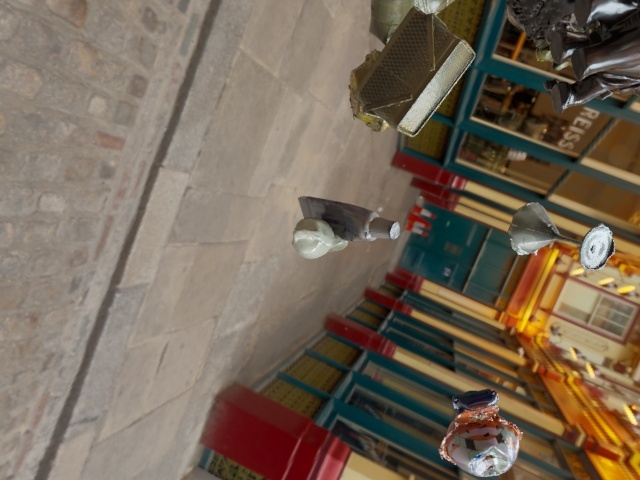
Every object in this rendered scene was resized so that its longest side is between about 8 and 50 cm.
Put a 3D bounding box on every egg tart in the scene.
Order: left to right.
[{"bbox_3d":[0.163,-0.502,1.891,0.295,0.116,0.295,176,-90,-84],"label":"egg tart"}]

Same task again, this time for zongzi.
[{"bbox_3d":[0.313,-0.849,1.695,0.418,0.181,0.447,-32,156,-11],"label":"zongzi"}]

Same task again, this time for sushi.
[{"bbox_3d":[0.694,-0.609,1.487,0.328,0.285,0.328,-42,-159,-28],"label":"sushi"}]

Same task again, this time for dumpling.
[{"bbox_3d":[0.000,0.000,1.357,0.169,0.134,0.100,91,13,-60],"label":"dumpling"}]

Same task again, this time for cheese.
[{"bbox_3d":[0.399,0.483,1.402,0.129,0.216,0.329,-96,172,-53],"label":"cheese"}]

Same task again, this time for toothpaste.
[{"bbox_3d":[0.063,-0.046,1.349,0.068,0.282,0.099,-1,99,-53],"label":"toothpaste"}]

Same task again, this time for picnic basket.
[{"bbox_3d":[0.215,-0.380,1.286,0.267,0.139,0.165,-53,161,19],"label":"picnic basket"}]

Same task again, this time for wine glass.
[{"bbox_3d":[0.624,-0.007,1.446,0.232,0.156,0.156,28,-85,61],"label":"wine glass"}]

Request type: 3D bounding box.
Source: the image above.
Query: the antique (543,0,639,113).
[{"bbox_3d":[0.650,-0.406,1.204,0.322,0.255,0.185,84,-4,-73],"label":"antique"}]
